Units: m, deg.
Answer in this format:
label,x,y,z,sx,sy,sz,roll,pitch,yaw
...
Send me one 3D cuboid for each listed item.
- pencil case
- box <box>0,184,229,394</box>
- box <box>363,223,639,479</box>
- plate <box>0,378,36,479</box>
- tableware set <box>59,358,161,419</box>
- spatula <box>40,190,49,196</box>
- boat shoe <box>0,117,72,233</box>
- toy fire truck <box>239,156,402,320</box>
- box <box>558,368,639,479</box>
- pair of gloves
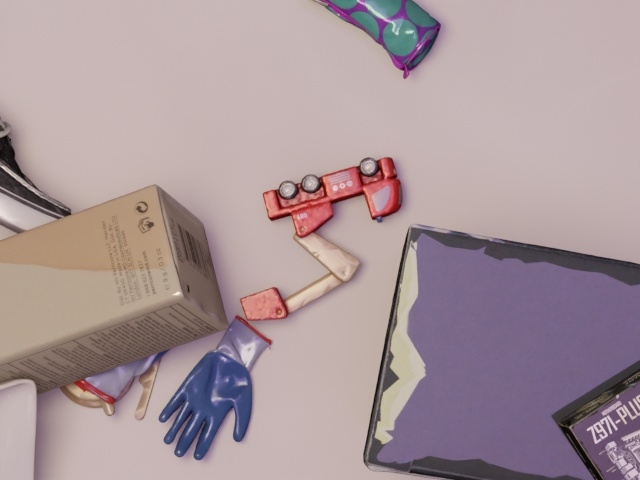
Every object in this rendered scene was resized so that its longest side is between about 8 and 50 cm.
label,x,y,z,sx,sy,sz,roll,pitch,yaw
pencil case,0.050,-0.239,1.829,0.151,0.064,0.070,37,73,4
box,-0.264,0.067,1.735,0.311,0.148,0.121,-19,70,9
box,0.202,0.120,1.638,0.293,0.395,0.212,10,88,2
plate,-0.408,0.271,1.714,0.278,0.045,0.277,-16,128,-32
tableware set,-0.220,0.079,1.836,0.128,0.039,0.194,17,88,3
spatula,-0.397,0.019,1.849,0.242,0.019,0.168,-4,85,8
boat shoe,-0.360,-0.097,1.800,0.301,0.108,0.102,31,84,9
toy fire truck,0.000,0.000,1.827,0.192,0.047,0.135,-16,87,1
box,0.304,0.157,1.395,0.180,0.077,0.147,-34,87,0
pair of gloves,-0.146,0.127,1.821,0.198,0.023,0.159,35,79,-10
